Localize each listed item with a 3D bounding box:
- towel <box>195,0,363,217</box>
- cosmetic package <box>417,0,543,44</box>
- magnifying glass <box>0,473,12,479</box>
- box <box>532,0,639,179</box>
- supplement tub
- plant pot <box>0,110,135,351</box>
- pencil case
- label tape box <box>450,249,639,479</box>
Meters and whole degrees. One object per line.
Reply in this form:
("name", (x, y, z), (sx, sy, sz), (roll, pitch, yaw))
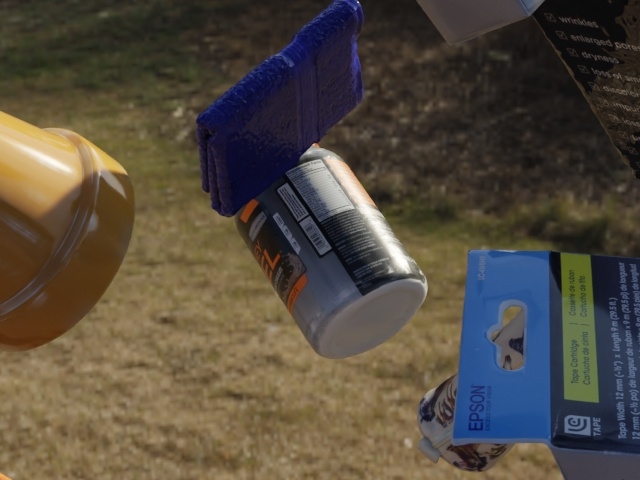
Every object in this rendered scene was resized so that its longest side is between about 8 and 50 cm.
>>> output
("towel", (-0.059, -0.194, 1.834), (0.076, 0.227, 0.308), (35, 63, 23))
("cosmetic package", (0.088, -0.275, 0.921), (0.127, 0.238, 0.107), (-46, 21, -28))
("magnifying glass", (-0.339, 0.221, 1.224), (0.231, 0.092, 0.026), (21, 8, 26))
("box", (0.490, -0.269, 1.367), (0.297, 0.472, 0.480), (-51, 36, -10))
("supplement tub", (0.000, 0.000, 2.010), (0.207, 0.207, 0.338), (-18, 58, -26))
("plant pot", (-0.299, -0.033, 1.112), (0.205, 0.188, 0.205), (-19, 53, 27))
("pencil case", (0.309, 0.204, 1.966), (0.184, 0.410, 0.160), (-14, 63, -43))
("label tape box", (0.285, 0.128, 1.039), (0.348, 0.115, 0.249), (3, 35, 7))
